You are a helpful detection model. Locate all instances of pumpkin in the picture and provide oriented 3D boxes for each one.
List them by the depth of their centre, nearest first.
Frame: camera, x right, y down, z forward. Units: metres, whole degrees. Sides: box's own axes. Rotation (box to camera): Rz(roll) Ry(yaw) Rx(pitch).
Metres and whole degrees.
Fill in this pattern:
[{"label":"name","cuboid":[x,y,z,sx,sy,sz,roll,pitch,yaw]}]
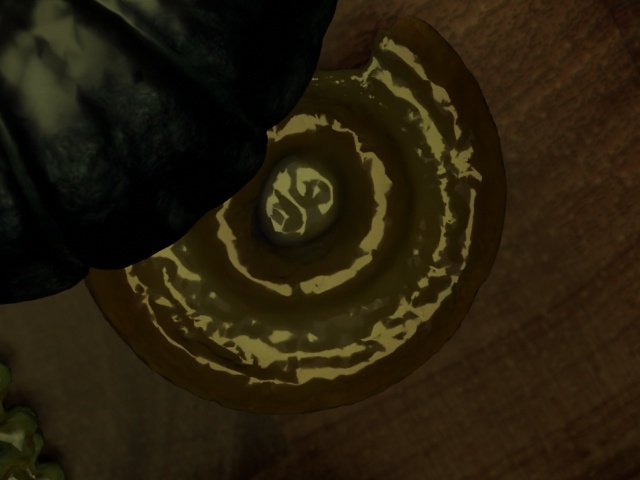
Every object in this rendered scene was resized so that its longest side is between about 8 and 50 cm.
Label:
[{"label":"pumpkin","cuboid":[-0.166,-0.148,0.589,0.363,0.266,0.364,0,90,-5]}]

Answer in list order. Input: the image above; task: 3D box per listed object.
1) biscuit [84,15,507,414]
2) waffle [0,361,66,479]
[{"label":"biscuit","cuboid":[0.000,0.000,0.755,0.274,0.091,0.213,-37,104,-4]},{"label":"waffle","cuboid":[-0.261,0.187,0.765,0.203,0.054,0.224,-8,103,-9]}]
